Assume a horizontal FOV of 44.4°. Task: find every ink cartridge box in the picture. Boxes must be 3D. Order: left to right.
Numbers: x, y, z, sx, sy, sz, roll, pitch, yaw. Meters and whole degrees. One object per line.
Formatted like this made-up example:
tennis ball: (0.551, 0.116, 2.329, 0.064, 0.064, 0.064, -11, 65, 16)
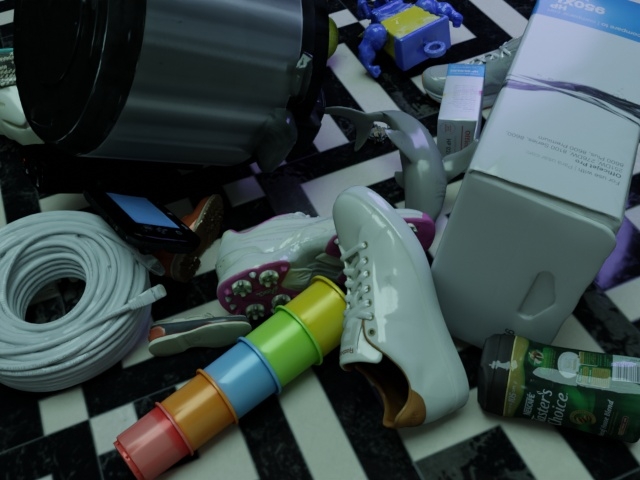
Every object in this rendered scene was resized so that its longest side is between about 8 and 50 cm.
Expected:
ink cartridge box: (0.215, -0.178, 1.210, 0.061, 0.104, 0.181, 5, 47, 12)
ink cartridge box: (0.274, -0.089, 0.975, 0.166, 0.285, 0.395, 21, 51, 10)

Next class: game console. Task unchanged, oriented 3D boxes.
game console: (-0.272, -0.065, 1.109, 0.213, 0.044, 0.361, -3, 25, -36)

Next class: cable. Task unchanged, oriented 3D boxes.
cable: (-0.353, 0.073, 1.040, 0.257, 0.089, 0.257, -37, 59, -20)

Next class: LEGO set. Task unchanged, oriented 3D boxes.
LEGO set: (0.104, -0.169, 1.278, 0.083, 0.023, 0.054, 40, 64, 21)

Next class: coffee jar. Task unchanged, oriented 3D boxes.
coffee jar: (0.269, 0.164, 0.881, 0.184, 0.096, 0.079, 9, 48, 16)

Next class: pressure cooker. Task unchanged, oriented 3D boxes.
pressure cooker: (-0.186, -0.286, 1.140, 0.420, 0.370, 0.375, -1, 8, -40)

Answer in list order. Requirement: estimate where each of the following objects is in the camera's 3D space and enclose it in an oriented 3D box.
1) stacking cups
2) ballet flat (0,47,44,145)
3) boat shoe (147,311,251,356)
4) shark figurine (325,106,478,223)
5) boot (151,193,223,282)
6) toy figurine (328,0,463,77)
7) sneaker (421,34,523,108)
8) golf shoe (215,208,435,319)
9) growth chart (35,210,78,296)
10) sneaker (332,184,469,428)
stacking cups: (-0.095, 0.165, 0.929, 0.316, 0.096, 0.096, -35, 52, -24)
ballet flat: (-0.433, -0.253, 1.351, 0.483, 0.164, 0.182, -12, 66, -7)
boat shoe: (-0.158, 0.115, 1.021, 0.137, 0.049, 0.043, -12, 44, 2)
shark figurine: (0.110, -0.145, 1.142, 0.166, 0.116, 0.278, -47, 50, 22)
boot: (-0.201, -0.013, 1.143, 0.084, 0.059, 0.158, 10, 49, 23)
toy figurine: (0.123, -0.384, 1.373, 0.362, 0.191, 0.217, -29, 54, -18)
sneaker: (0.299, -0.289, 1.294, 0.262, 0.121, 0.099, 2, 46, 10)
golf shoe: (0.000, 0.000, 1.066, 0.306, 0.115, 0.140, -15, 42, -7)
growth chart: (-0.465, 0.039, 1.151, 0.237, 0.021, 0.172, -20, 48, -14)
sneaker: (0.064, 0.075, 0.899, 0.123, 0.106, 0.290, -17, 77, -30)
